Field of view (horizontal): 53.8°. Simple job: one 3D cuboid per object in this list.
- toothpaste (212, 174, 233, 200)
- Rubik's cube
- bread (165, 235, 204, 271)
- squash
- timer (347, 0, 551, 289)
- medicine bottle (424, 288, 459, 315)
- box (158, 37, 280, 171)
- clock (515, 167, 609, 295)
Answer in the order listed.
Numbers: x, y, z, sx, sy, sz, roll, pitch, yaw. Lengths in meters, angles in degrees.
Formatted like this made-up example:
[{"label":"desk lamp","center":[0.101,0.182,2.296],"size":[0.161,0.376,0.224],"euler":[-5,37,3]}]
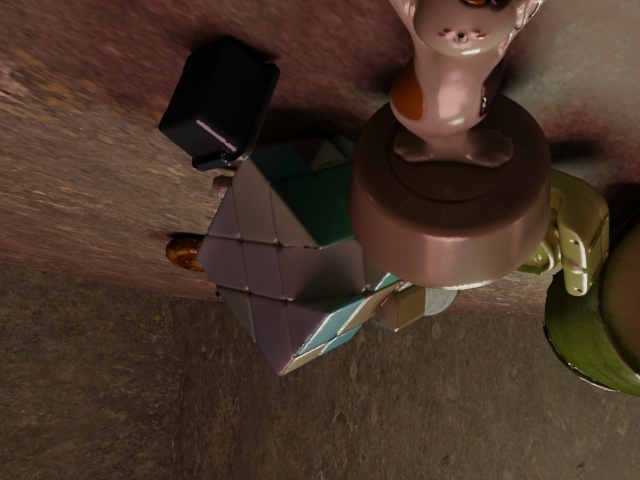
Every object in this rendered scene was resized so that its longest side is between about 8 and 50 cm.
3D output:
[{"label":"toothpaste","center":[0.004,-0.064,0.865],"size":[0.301,0.048,0.075],"euler":[4,166,-3]},{"label":"Rubik's cube","center":[0.000,0.000,0.722],"size":[0.213,0.265,0.224],"euler":[-21,156,-42]},{"label":"bread","center":[-0.265,0.029,1.470],"size":[0.193,0.064,0.193],"euler":[3,164,1]},{"label":"squash","center":[0.481,0.098,0.899],"size":[0.263,0.263,0.384],"euler":[4,170,10]},{"label":"timer","center":[0.095,-0.097,0.450],"size":[0.175,0.175,0.266],"euler":[3,151,11]},{"label":"medicine bottle","center":[0.148,0.058,1.182],"size":[0.141,0.141,0.293],"euler":[-2,167,34]},{"label":"box","center":[-0.085,-0.112,0.513],"size":[0.074,0.099,0.054],"euler":[-6,150,45]},{"label":"clock","center":[0.212,-0.028,0.737],"size":[0.232,0.069,0.170],"euler":[24,163,34]}]
